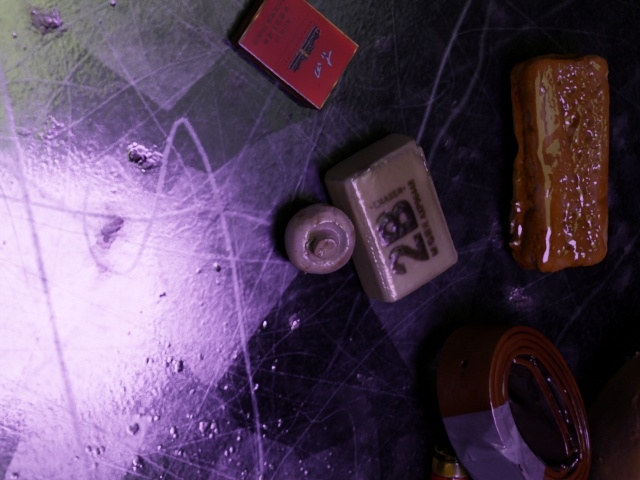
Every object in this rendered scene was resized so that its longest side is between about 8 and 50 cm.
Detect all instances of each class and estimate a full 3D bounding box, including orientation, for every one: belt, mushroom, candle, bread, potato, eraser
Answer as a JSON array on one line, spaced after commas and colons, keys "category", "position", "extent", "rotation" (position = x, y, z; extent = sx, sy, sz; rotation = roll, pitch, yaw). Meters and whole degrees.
[{"category": "belt", "position": [0.244, 0.221, 1.756], "extent": [0.184, 0.105, 0.261], "rotation": [-47, 122, -40]}, {"category": "mushroom", "position": [0.000, 0.000, 1.610], "extent": [0.083, 0.067, 0.084], "rotation": [-5, 114, -12]}, {"category": "candle", "position": [0.162, 0.326, 1.786], "extent": [0.052, 0.052, 0.131], "rotation": [-2, 102, -31]}, {"category": "bread", "position": [0.293, -0.097, 1.766], "extent": [0.139, 0.077, 0.271], "rotation": [-9, 103, -26]}, {"category": "potato", "position": [0.419, 0.258, 1.851], "extent": [0.141, 0.191, 0.296], "rotation": [25, 85, -14]}, {"category": "eraser", "position": [0.085, -0.026, 1.663], "extent": [0.117, 0.058, 0.172], "rotation": [-30, 114, -24]}]

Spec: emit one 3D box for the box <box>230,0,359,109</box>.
[{"category": "box", "position": [-0.028, -0.220, 1.577], "extent": [0.133, 0.023, 0.090], "rotation": [38, 81, -31]}]
